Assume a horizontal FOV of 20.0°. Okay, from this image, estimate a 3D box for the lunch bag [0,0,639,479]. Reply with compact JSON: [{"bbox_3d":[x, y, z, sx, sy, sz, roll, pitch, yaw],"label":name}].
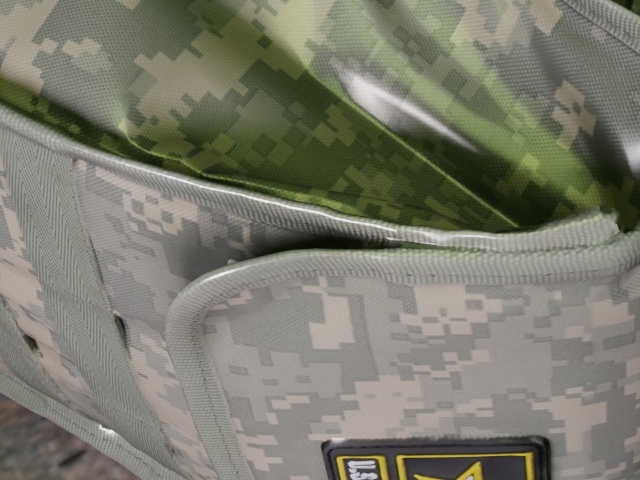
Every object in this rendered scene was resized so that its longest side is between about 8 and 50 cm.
[{"bbox_3d":[0.000,0.000,0.578,0.287,0.235,0.169,28,65,25],"label":"lunch bag"}]
